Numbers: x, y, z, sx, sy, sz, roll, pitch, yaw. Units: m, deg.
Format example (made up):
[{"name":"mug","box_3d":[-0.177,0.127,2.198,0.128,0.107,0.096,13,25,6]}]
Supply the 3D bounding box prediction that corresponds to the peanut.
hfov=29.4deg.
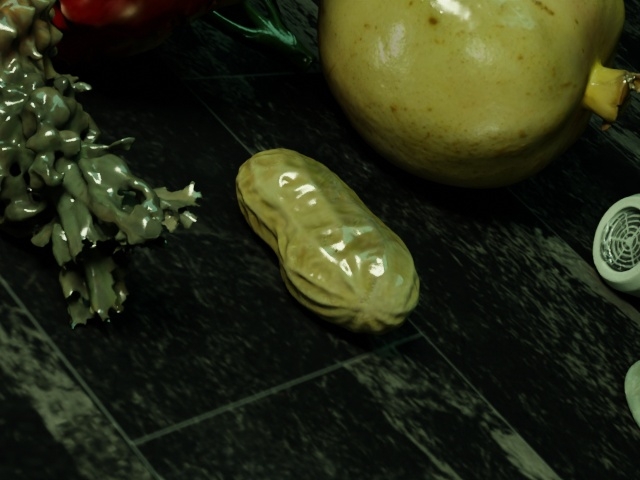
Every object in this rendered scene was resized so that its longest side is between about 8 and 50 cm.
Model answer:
[{"name":"peanut","box_3d":[0.000,0.000,0.956,0.093,0.083,0.194,-34,61,-21]}]

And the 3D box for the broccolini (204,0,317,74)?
[{"name":"broccolini","box_3d":[-0.090,-0.245,1.260,0.202,0.091,0.068,46,-5,-16]}]

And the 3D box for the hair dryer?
[{"name":"hair dryer","box_3d":[0.434,0.045,1.159,0.173,0.107,0.357,14,6,-30]}]

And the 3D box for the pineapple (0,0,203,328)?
[{"name":"pineapple","box_3d":[-0.222,-0.110,0.816,0.361,0.175,0.175,46,32,21]}]

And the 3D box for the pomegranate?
[{"name":"pomegranate","box_3d":[0.158,-0.192,1.185,0.319,0.319,0.319,24,31,-16]}]

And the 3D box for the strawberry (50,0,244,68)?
[{"name":"strawberry","box_3d":[-0.165,-0.330,0.955,0.317,0.345,0.295,-10,49,8]}]

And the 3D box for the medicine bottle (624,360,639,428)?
[{"name":"medicine bottle","box_3d":[0.361,0.121,1.067,0.147,0.143,0.147,20,36,-15]}]
